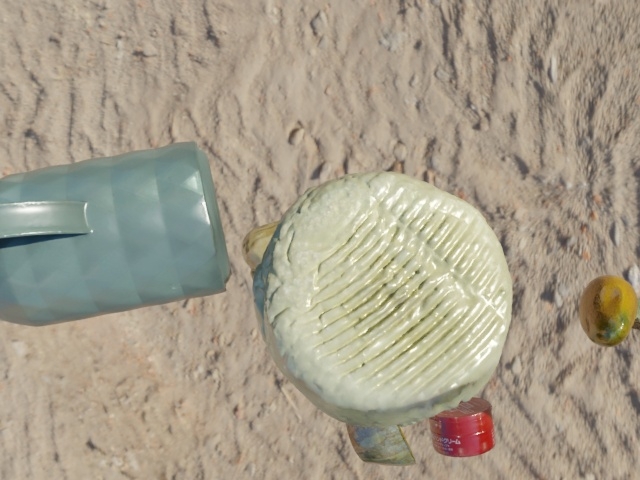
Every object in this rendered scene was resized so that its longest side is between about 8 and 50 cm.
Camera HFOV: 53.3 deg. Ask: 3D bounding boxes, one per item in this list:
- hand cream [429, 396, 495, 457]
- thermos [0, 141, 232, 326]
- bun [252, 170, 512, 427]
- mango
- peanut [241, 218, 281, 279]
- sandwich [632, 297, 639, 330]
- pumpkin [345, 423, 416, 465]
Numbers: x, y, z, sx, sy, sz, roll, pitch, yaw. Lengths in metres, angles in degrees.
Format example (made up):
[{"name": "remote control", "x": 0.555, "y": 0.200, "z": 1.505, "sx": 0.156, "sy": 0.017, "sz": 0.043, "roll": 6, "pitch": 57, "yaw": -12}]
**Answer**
[{"name": "hand cream", "x": 0.418, "y": 0.549, "z": 1.887, "sx": 0.193, "sy": 0.193, "sz": 0.125, "roll": -10, "pitch": 91, "yaw": 23}, {"name": "thermos", "x": -0.229, "y": 0.002, "z": 0.560, "sx": 0.286, "sy": 0.182, "sz": 0.145, "roll": -12, "pitch": 80, "yaw": -10}, {"name": "bun", "x": 0.048, "y": 0.053, "z": 0.561, "sx": 0.220, "sy": 0.134, "sz": 0.220, "roll": 0, "pitch": 78, "yaw": -1}, {"name": "mango", "x": 0.530, "y": 0.135, "z": 1.176, "sx": 0.089, "sy": 0.165, "sz": 0.115, "roll": 24, "pitch": 140, "yaw": -1}, {"name": "peanut", "x": -0.002, "y": 0.007, "z": 1.198, "sx": 0.291, "sy": 0.159, "sz": 0.143, "roll": -23, "pitch": 51, "yaw": -14}, {"name": "sandwich", "x": 0.688, "y": 0.148, "z": 1.314, "sx": 0.093, "sy": 0.105, "sz": 0.035, "roll": 30, "pitch": 151, "yaw": 44}, {"name": "pumpkin", "x": 0.107, "y": 0.360, "z": 1.274, "sx": 0.110, "sy": 0.217, "sz": 0.217, "roll": -29, "pitch": 83, "yaw": 5}]
